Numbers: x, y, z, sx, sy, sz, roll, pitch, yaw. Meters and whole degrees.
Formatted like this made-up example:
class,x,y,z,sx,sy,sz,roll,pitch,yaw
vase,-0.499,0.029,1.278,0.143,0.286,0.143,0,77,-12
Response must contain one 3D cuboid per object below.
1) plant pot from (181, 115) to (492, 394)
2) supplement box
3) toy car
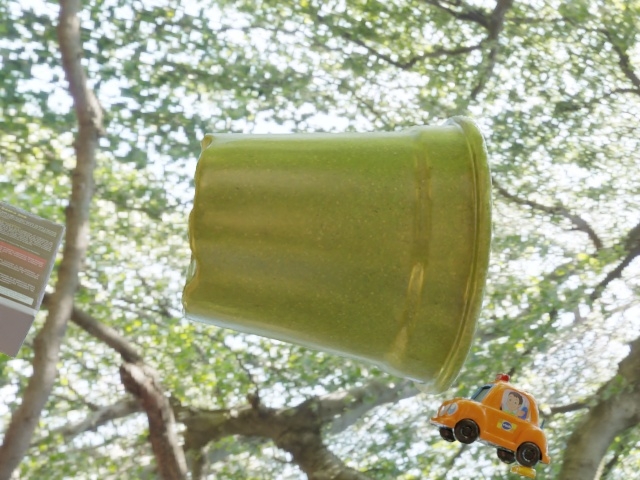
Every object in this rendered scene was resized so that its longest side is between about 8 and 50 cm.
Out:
class,x,y,z,sx,sy,sz,roll,pitch,yaw
plant pot,0.000,0.000,0.794,0.276,0.254,0.276,-173,-90,-82
supplement box,-0.421,0.037,1.057,0.073,0.130,0.239,-58,-160,21
toy car,0.093,0.097,0.436,0.060,0.122,0.040,17,-103,16
